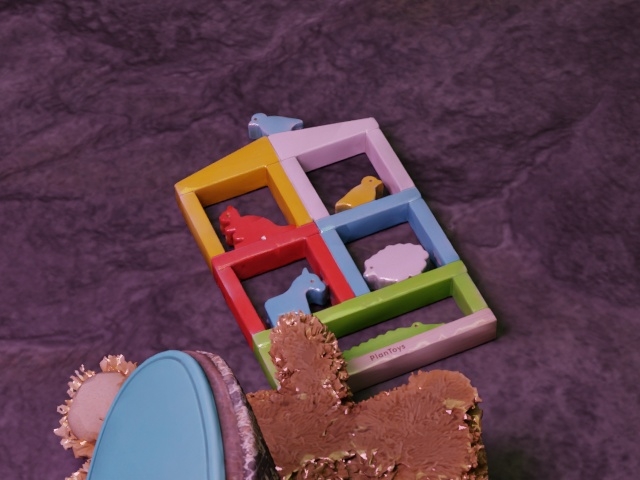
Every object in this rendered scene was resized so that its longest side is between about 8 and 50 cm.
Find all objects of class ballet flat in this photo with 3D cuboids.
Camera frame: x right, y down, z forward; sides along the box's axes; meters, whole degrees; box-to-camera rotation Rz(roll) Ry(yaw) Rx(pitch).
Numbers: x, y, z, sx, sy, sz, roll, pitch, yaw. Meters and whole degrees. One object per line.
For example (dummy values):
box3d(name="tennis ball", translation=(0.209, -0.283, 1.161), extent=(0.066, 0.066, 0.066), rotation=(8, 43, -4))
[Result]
box3d(name="ballet flat", translation=(-0.072, 0.292, 1.110), extent=(0.164, 0.182, 0.482), rotation=(-32, 36, 31))

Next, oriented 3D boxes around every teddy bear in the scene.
box3d(name="teddy bear", translation=(-0.043, 0.175, 1.407), extent=(0.338, 0.113, 0.245), rotation=(-13, 53, -3))

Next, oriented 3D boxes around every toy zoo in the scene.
box3d(name="toy zoo", translation=(0.000, 0.000, 1.590), extent=(0.192, 0.030, 0.293), rotation=(-20, 53, -14))
